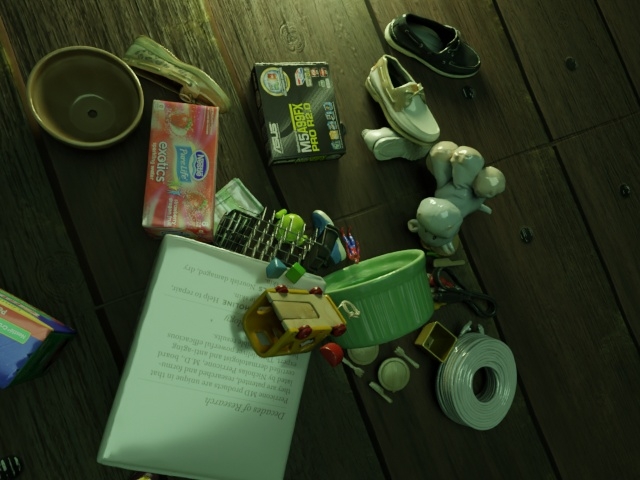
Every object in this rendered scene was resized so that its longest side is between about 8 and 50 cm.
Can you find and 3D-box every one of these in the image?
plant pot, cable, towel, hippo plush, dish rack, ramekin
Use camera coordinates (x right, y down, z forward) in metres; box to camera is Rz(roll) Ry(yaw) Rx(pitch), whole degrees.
[{"bbox_3d":[0.307,0.278,1.294,0.081,0.083,0.081,40,70,-8],"label":"plant pot"},{"bbox_3d":[0.394,0.149,1.365,0.287,0.072,0.140,9,93,-26],"label":"cable"},{"bbox_3d":[-0.233,-0.075,1.201,0.152,0.023,0.113,-43,95,-21],"label":"towel"},{"bbox_3d":[0.337,-0.112,1.307,0.234,0.294,0.236,42,84,16],"label":"hippo plush"},{"bbox_3d":[0.436,0.388,1.302,0.257,0.089,0.257,-42,106,-22],"label":"cable"},{"bbox_3d":[-0.535,-0.312,1.092,0.237,0.109,0.238,4,78,-18],"label":"plant pot"},{"bbox_3d":[-0.113,0.007,1.126,0.271,0.208,0.074,22,48,-13],"label":"dish rack"},{"bbox_3d":[0.128,0.142,1.148,0.303,0.303,0.148,-21,95,-21],"label":"ramekin"}]

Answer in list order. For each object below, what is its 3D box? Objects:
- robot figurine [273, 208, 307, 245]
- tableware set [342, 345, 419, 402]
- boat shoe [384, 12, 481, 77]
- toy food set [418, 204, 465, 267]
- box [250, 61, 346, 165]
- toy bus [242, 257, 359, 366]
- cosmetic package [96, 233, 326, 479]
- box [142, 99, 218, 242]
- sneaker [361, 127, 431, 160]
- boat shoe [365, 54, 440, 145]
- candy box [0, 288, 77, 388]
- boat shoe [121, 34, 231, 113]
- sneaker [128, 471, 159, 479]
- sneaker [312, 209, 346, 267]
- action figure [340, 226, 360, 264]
[{"bbox_3d":[-0.080,-0.029,1.197,0.067,0.115,0.101,-37,93,-21],"label":"robot figurine"},{"bbox_3d":[0.152,0.320,1.258,0.194,0.039,0.128,41,82,-2],"label":"tableware set"},{"bbox_3d":[0.374,-0.615,1.465,0.339,0.113,0.127,21,74,-15],"label":"boat shoe"},{"bbox_3d":[0.349,-0.010,1.392,0.132,0.038,0.192,-1,70,-25],"label":"toy food set"},{"bbox_3d":[-0.060,-0.349,1.292,0.216,0.060,0.270,-8,83,-21],"label":"box"},{"bbox_3d":[-0.040,0.149,0.834,0.202,0.191,0.104,38,113,-12],"label":"toy bus"},{"bbox_3d":[-0.228,0.240,0.981,0.327,0.329,0.394,17,75,-18],"label":"cosmetic package"},{"bbox_3d":[-0.321,-0.156,1.109,0.153,0.142,0.300,4,77,-12],"label":"box"},{"bbox_3d":[0.230,-0.292,1.374,0.234,0.090,0.095,-4,39,-34],"label":"sneaker"},{"bbox_3d":[0.235,-0.395,1.322,0.113,0.103,0.302,-22,64,-32],"label":"boat shoe"},{"bbox_3d":[-0.622,0.148,0.865,0.268,0.317,0.122,33,71,-11],"label":"candy box"},{"bbox_3d":[-0.357,-0.394,1.182,0.285,0.104,0.089,32,76,0],"label":"boat shoe"},{"bbox_3d":[-0.408,0.570,0.989,0.069,0.084,0.186,38,71,-9],"label":"sneaker"},{"bbox_3d":[0.000,0.000,1.251,0.084,0.058,0.152,-30,97,-30],"label":"sneaker"},{"bbox_3d":[0.083,0.014,1.271,0.038,0.030,0.115,-2,59,-24],"label":"action figure"}]
